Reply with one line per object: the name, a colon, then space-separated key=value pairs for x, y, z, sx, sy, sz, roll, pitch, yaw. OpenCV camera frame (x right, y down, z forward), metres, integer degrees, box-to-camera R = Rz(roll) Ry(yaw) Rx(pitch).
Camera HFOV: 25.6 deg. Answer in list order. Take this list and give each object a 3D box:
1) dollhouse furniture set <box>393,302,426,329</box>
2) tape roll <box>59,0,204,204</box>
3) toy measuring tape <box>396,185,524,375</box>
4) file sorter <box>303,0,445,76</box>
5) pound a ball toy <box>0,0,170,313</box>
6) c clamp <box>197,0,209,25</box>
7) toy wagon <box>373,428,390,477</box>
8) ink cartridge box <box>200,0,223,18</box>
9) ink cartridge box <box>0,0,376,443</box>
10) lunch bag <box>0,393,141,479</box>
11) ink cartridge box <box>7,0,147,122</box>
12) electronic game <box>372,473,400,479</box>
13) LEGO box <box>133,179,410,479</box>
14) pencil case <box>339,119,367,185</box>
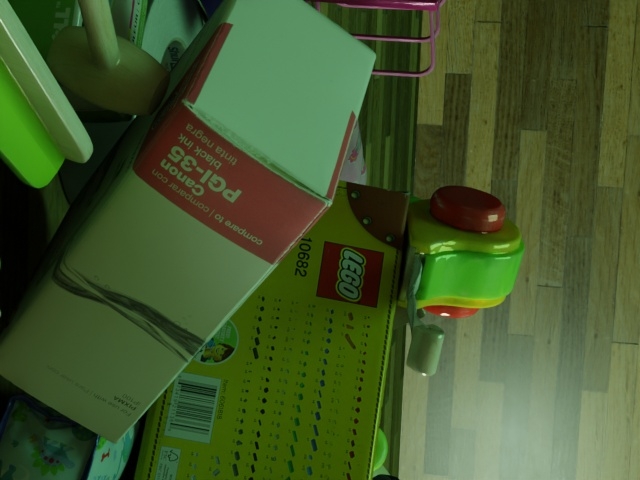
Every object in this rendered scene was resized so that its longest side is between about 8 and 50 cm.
dollhouse furniture set: x=0.000 y=0.000 z=1.625 sx=0.242 sy=0.161 sz=0.212 roll=56 pitch=23 yaw=-15
tape roll: x=-0.160 y=-0.121 z=1.231 sx=0.219 sy=0.072 sz=0.219 roll=4 pitch=90 yaw=-78
toy measuring tape: x=0.125 y=0.033 z=1.221 sx=0.330 sy=0.121 sz=0.121 roll=-87 pitch=177 yaw=-69
file sorter: x=0.092 y=-0.411 z=2.111 sx=0.182 sy=0.202 sz=0.291 roll=83 pitch=15 yaw=-57
pound a ball toy: x=-0.211 y=-0.098 z=0.751 sx=0.208 sy=0.135 sz=0.319 roll=-64 pitch=165 yaw=-17
c clamp: x=-0.124 y=-0.225 z=1.388 sx=0.161 sy=0.022 sz=0.137 roll=70 pitch=-5 yaw=-72
toy wagon: x=0.009 y=0.268 z=1.623 sx=0.068 sy=0.344 sz=0.267 roll=-38 pitch=-177 yaw=-25
ink cartridge box: x=-0.113 y=-0.294 z=1.247 sx=0.208 sy=0.045 sz=0.206 roll=-96 pitch=165 yaw=-46
ink cartridge box: x=-0.098 y=-0.022 z=0.993 sx=0.283 sy=0.117 sz=0.207 roll=-47 pitch=-164 yaw=34
lunch bag: x=-0.206 y=0.197 z=1.075 sx=0.129 sy=0.096 sz=0.151 roll=38 pitch=73 yaw=-81
ink cartridge box: x=-0.197 y=-0.202 z=0.942 sx=0.255 sy=0.097 sz=0.189 roll=48 pitch=47 yaw=-76
electronic game: x=0.037 y=0.324 z=1.267 sx=0.229 sy=0.048 sz=0.229 roll=-166 pitch=-90 yaw=-79
LEGO box: x=-0.071 y=0.234 z=1.280 sx=0.372 sy=0.193 sz=0.500 roll=108 pitch=-8 yaw=-64
pencil case: x=-0.009 y=-0.145 z=1.900 sx=0.284 sy=0.124 sz=0.124 roll=68 pitch=28 yaw=-65
